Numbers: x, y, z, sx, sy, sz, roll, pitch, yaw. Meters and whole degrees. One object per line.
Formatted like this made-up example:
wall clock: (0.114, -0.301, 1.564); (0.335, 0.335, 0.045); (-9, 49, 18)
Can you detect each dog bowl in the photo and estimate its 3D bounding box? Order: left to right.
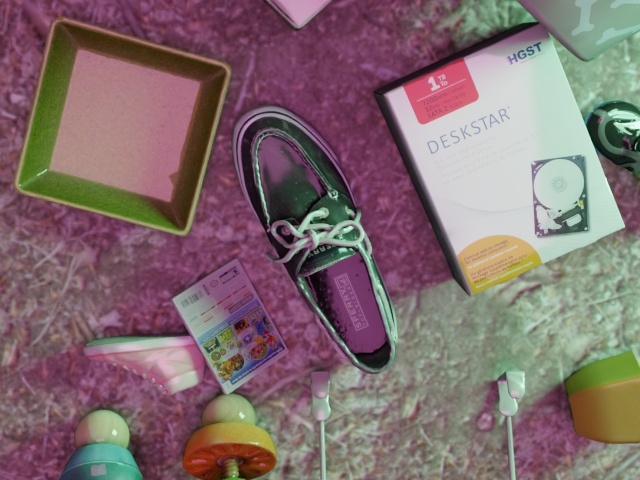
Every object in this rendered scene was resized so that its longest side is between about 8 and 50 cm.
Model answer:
dog bowl: (0.171, -0.303, 0.978); (0.349, 0.349, 0.102); (42, 109, -10)

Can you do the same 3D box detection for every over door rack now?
over door rack: (0.110, 0.304, 1.210); (0.239, 0.108, 0.324); (-1, 87, -3)

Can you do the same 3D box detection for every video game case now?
video game case: (-0.098, 0.093, 1.178); (0.087, 0.011, 0.122); (-33, 102, -23)

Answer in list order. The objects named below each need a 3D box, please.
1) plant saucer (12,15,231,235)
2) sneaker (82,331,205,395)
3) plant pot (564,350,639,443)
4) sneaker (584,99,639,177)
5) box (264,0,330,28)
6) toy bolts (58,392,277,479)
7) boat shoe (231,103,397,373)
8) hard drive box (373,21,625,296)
plant saucer: (-0.205, -0.119, 1.132); (0.188, 0.045, 0.188); (15, 100, -6)
sneaker: (-0.189, 0.138, 1.179); (0.134, 0.051, 0.070); (-3, 96, -7)
plant pot: (0.318, 0.179, 1.203); (0.083, 0.081, 0.081); (-10, 102, 9)
sneaker: (0.363, -0.084, 1.153); (0.188, 0.078, 0.067); (39, 96, -9)
box: (-0.013, -0.290, 1.014); (0.148, 0.232, 0.127); (-43, 99, 7)
toy bolts: (-0.171, 0.270, 1.191); (0.228, 0.158, 0.218); (3, 141, -14)
boat shoe: (-0.004, 0.002, 1.136); (0.113, 0.105, 0.306); (-21, 101, 1)
hard drive box: (0.185, -0.087, 1.138); (0.181, 0.089, 0.232); (-25, 101, 1)
